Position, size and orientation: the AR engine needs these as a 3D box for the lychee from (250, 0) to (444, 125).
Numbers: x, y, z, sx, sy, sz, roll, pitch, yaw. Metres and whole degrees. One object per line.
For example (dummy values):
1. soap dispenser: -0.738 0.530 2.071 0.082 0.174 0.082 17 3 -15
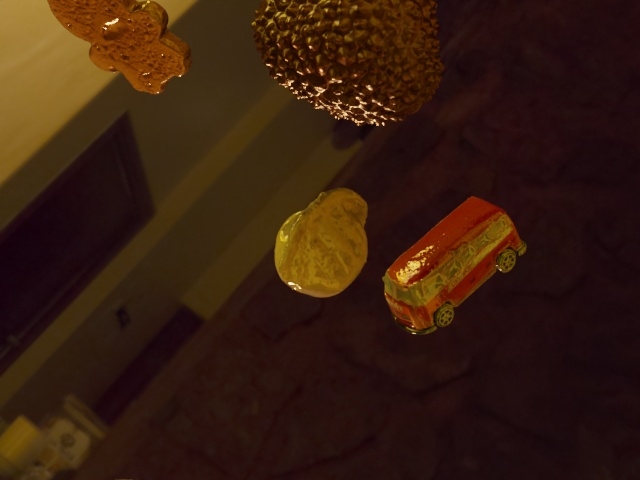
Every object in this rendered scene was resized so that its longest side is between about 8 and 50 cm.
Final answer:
1. lychee: 0.037 -0.285 1.328 0.271 0.271 0.271 34 -23 17

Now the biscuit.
1. biscuit: -0.279 -0.295 1.298 0.225 0.036 0.166 39 -38 -22

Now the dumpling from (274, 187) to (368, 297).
1. dumpling: 0.001 0.000 1.327 0.092 0.176 0.150 19 -73 57

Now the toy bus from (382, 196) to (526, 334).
1. toy bus: 0.224 0.040 1.662 0.121 0.265 0.120 33 -23 49
